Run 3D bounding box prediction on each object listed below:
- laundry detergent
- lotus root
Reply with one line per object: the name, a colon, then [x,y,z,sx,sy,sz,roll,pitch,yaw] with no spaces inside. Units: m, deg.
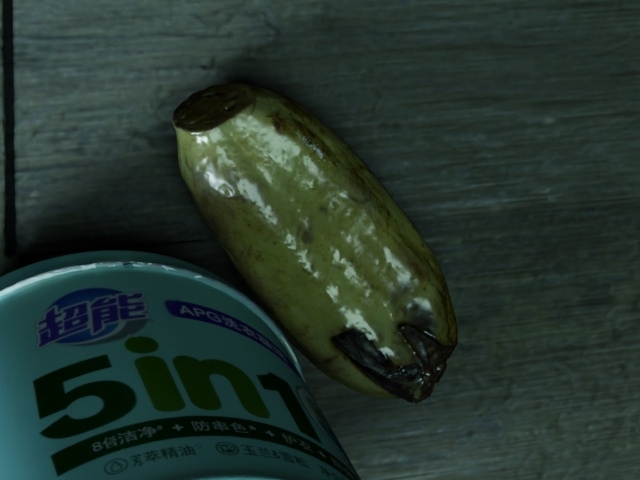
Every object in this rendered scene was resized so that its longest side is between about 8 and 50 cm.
laundry detergent: [-0.118,0.175,1.133,0.287,0.305,0.287,-9,121,-16]
lotus root: [0.000,0.000,1.207,0.110,0.097,0.258,-40,116,-8]
